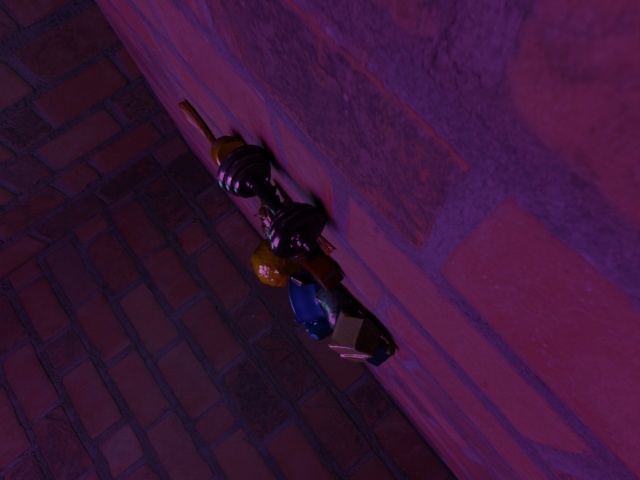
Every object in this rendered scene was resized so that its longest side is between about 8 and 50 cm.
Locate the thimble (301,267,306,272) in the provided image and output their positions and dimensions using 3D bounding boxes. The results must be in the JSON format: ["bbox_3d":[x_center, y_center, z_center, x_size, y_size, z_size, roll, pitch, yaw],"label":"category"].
[{"bbox_3d":[-0.128,0.189,2.340,0.090,0.118,0.135,57,169,-21],"label":"thimble"}]

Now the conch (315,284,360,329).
[{"bbox_3d":[0.082,0.281,1.688,0.202,0.134,0.196,49,-144,-21],"label":"conch"}]

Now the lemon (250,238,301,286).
[{"bbox_3d":[-0.225,0.106,2.102,0.268,0.268,0.322,57,169,-25],"label":"lemon"}]

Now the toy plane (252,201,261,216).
[{"bbox_3d":[-0.210,-0.077,1.861,0.256,0.104,0.242,51,-172,-32],"label":"toy plane"}]

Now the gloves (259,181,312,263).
[{"bbox_3d":[-0.141,-0.056,1.462,0.331,0.141,0.154,58,170,-29],"label":"gloves"}]

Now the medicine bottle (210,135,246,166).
[{"bbox_3d":[-0.345,-0.326,1.488,0.121,0.122,0.212,58,169,-29],"label":"medicine bottle"}]

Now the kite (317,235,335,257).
[{"bbox_3d":[0.001,-0.001,1.393,0.125,0.008,0.222,52,170,3],"label":"kite"}]

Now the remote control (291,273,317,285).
[{"bbox_3d":[-0.027,0.151,1.616,0.063,0.025,0.245,31,-164,29],"label":"remote control"}]

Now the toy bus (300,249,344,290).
[{"bbox_3d":[-0.046,0.070,1.606,0.092,0.093,0.409,53,170,-33],"label":"toy bus"}]

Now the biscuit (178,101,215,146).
[{"bbox_3d":[-0.628,-0.601,2.050,0.309,0.040,0.204,48,170,18],"label":"biscuit"}]

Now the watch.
[{"bbox_3d":[-0.043,0.286,1.825,0.305,0.242,0.274,-89,-22,-58],"label":"watch"}]

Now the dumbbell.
[{"bbox_3d":[-0.144,-0.115,1.154,0.406,0.179,0.179,48,169,24],"label":"dumbbell"}]

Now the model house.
[{"bbox_3d":[0.183,0.379,1.555,0.189,0.195,0.214,1,148,47],"label":"model house"}]
